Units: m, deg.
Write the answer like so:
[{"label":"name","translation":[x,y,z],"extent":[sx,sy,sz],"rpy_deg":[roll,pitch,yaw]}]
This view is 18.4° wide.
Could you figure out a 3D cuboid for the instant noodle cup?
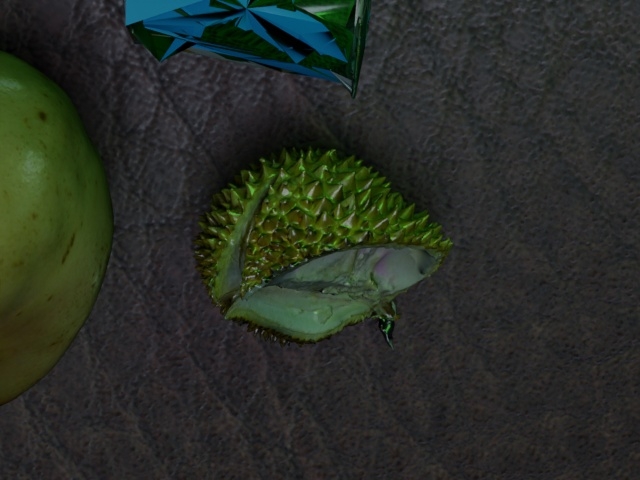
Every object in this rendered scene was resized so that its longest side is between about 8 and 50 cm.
[{"label":"instant noodle cup","translation":[-0.045,-0.231,1.480],"extent":[0.178,0.240,0.240],"rpy_deg":[6,111,2]}]

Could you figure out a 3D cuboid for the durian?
[{"label":"durian","translation":[0.000,0.000,1.617],"extent":[0.193,0.138,0.237],"rpy_deg":[-30,151,9]}]

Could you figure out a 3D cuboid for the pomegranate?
[{"label":"pomegranate","translation":[-0.302,0.003,1.497],"extent":[0.319,0.319,0.319],"rpy_deg":[-1,111,-3]}]
